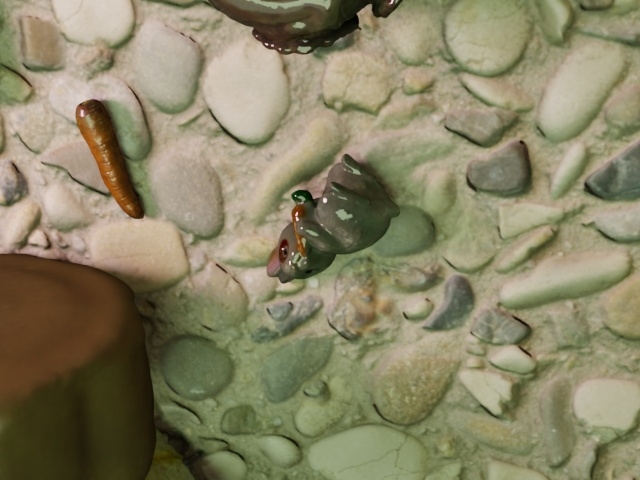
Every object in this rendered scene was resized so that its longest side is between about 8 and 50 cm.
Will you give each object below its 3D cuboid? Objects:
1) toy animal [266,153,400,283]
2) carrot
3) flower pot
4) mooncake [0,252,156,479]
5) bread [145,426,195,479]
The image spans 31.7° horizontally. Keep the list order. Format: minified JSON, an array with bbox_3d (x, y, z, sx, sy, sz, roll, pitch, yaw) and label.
[{"bbox_3d":[0.001,0.001,1.551,0.138,0.108,0.236,30,119,-5],"label":"toy animal"},{"bbox_3d":[-0.295,-0.110,1.591,0.047,0.047,0.191,-11,115,17],"label":"carrot"},{"bbox_3d":[-0.020,-0.373,1.303,0.301,0.213,0.302,5,118,10],"label":"flower pot"},{"bbox_3d":[-0.454,0.208,1.556,0.466,0.467,0.262,6,115,8],"label":"mooncake"},{"bbox_3d":[-0.289,0.510,1.715,0.239,0.264,0.395,-38,78,30],"label":"bread"}]
